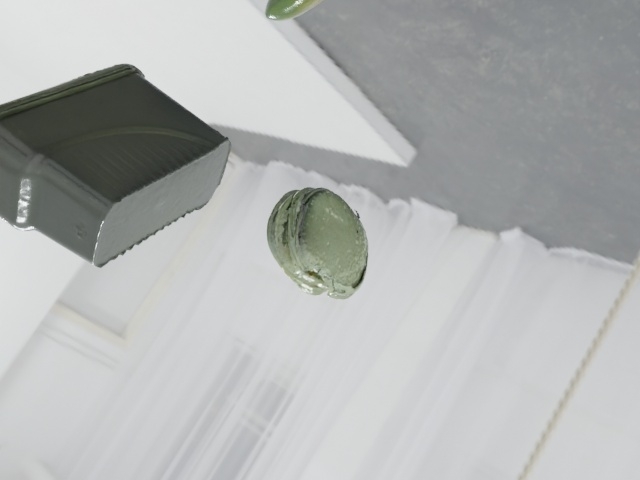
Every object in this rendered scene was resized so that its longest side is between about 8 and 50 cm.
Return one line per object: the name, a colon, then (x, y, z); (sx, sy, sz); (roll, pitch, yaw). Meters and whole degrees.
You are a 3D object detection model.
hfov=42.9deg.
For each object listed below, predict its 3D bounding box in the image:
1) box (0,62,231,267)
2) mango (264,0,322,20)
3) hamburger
box: (-0.247, -0.089, 0.936); (0.178, 0.274, 0.138); (33, 130, 14)
mango: (-0.016, -0.548, 1.720); (0.237, 0.137, 0.091); (-30, 90, 36)
hamburger: (0.000, 0.000, 0.995); (0.062, 0.133, 0.140); (-18, 118, 39)
